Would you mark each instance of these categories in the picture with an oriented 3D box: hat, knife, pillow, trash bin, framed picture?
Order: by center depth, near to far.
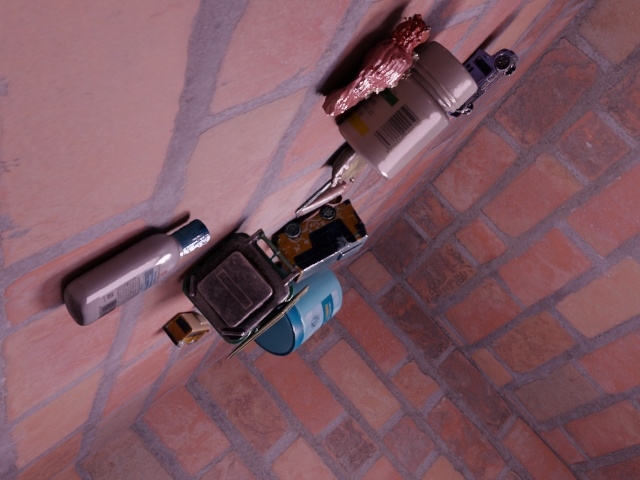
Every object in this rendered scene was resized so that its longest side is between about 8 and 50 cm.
[{"bbox_3d":[0.142,-0.386,1.359,0.286,0.107,0.237,-42,-178,33],"label":"hat"},{"bbox_3d":[-0.159,0.251,1.837,0.274,0.017,0.217,-41,180,28],"label":"framed picture"},{"bbox_3d":[-0.222,0.131,1.875,0.295,0.259,0.381,-42,177,-1],"label":"trash bin"},{"bbox_3d":[0.100,-0.252,1.946,0.169,0.059,0.255,-56,169,17],"label":"pillow"},{"bbox_3d":[-0.008,-0.162,2.067,0.210,0.015,0.028,-41,178,2],"label":"knife"}]

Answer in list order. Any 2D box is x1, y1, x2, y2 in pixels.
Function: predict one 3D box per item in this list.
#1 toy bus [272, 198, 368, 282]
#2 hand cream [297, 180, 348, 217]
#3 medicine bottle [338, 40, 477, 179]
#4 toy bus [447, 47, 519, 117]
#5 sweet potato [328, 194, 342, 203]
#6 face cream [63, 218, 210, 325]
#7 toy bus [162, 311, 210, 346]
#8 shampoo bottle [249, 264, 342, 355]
[{"bbox_3d":[0.000,0.000,2.202,0.323,0.194,0.162,-27,166,-19],"label":"toy bus"},{"bbox_3d":[0.004,-0.146,2.127,0.209,0.043,0.067,-33,171,-9],"label":"hand cream"},{"bbox_3d":[0.233,-0.347,1.602,0.339,0.208,0.208,-44,170,12],"label":"medicine bottle"},{"bbox_3d":[0.549,-0.569,2.107,0.292,0.133,0.125,-43,166,24],"label":"toy bus"},{"bbox_3d":[0.061,-0.158,2.255,0.049,0.049,0.117,-45,167,19],"label":"sweet potato"},{"bbox_3d":[-0.389,0.056,1.307,0.336,0.080,0.163,-36,168,-32],"label":"face cream"},{"bbox_3d":[-0.468,0.309,2.123,0.103,0.091,0.182,-42,169,4],"label":"toy bus"},{"bbox_3d":[-0.126,0.270,2.605,0.342,0.331,0.331,-36,169,-42],"label":"shampoo bottle"}]
